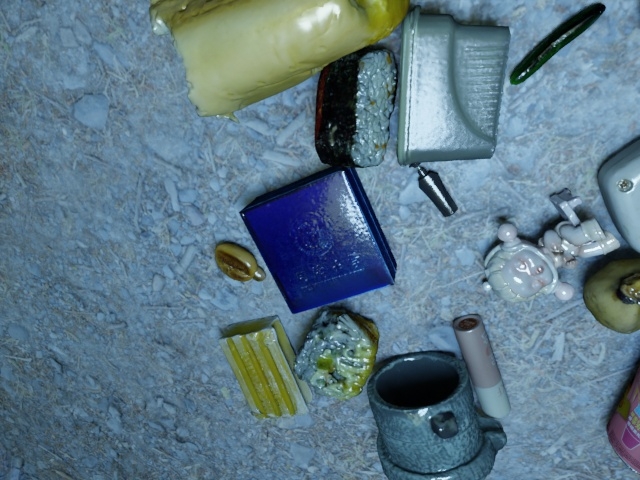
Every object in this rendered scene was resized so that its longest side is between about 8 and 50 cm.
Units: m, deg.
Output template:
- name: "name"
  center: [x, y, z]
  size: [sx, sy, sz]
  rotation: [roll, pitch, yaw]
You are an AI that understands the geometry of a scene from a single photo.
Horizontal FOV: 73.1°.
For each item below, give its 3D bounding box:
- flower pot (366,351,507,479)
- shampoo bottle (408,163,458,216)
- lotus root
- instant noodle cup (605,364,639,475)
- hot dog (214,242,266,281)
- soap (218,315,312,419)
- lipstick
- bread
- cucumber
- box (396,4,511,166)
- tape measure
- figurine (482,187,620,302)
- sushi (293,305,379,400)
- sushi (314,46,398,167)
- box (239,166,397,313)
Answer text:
- name: "flower pot"
  center: [0.272, 0.440, 1.005]
  size: [0.298, 0.299, 0.283]
  rotation: [-10, 103, 19]
- name: "shampoo bottle"
  center: [0.239, -0.111, 0.912]
  size: [0.048, 0.027, 0.137]
  rotation: [-34, 101, 22]
- name: "lotus root"
  center: [0.593, 0.100, 0.823]
  size: [0.154, 0.256, 0.140]
  rotation: [-31, 63, 18]
- name: "instant noodle cup"
  center: [0.737, 0.365, 0.891]
  size: [0.243, 0.244, 0.255]
  rotation: [15, 124, 8]
- name: "hot dog"
  center: [-0.202, 0.057, 1.087]
  size: [0.140, 0.060, 0.090]
  rotation: [27, 121, 10]
- name: "soap"
  center: [-0.147, 0.352, 1.178]
  size: [0.173, 0.089, 0.274]
  rotation: [-14, 108, 21]
- name: "lipstick"
  center: [0.385, 0.302, 1.027]
  size: [0.070, 0.070, 0.255]
  rotation: [-17, 107, 21]
- name: "bread"
  center: [-0.051, -0.404, 0.716]
  size: [0.393, 0.250, 0.361]
  rotation: [-14, 75, 17]
- name: "cucumber"
  center: [0.413, -0.347, 0.763]
  size: [0.184, 0.033, 0.036]
  rotation: [-42, 80, 24]
- name: "box"
  center: [0.233, -0.277, 0.793]
  size: [0.178, 0.138, 0.274]
  rotation: [2, 116, 7]
- name: "tape measure"
  center: [0.662, -0.083, 0.759]
  size: [0.265, 0.130, 0.258]
  rotation: [-39, 101, 26]
- name: "figurine"
  center: [0.432, 0.029, 0.872]
  size: [0.256, 0.145, 0.182]
  rotation: [-38, 120, 23]
- name: "sushi"
  center: [0.043, 0.268, 1.065]
  size: [0.184, 0.139, 0.274]
  rotation: [23, 114, 1]
- name: "sushi"
  center: [0.069, -0.252, 0.821]
  size: [0.126, 0.136, 0.225]
  rotation: [7, 96, 37]
- name: "box"
  center: [0.000, 0.000, 0.978]
  size: [0.261, 0.116, 0.279]
  rotation: [-20, 108, 20]
